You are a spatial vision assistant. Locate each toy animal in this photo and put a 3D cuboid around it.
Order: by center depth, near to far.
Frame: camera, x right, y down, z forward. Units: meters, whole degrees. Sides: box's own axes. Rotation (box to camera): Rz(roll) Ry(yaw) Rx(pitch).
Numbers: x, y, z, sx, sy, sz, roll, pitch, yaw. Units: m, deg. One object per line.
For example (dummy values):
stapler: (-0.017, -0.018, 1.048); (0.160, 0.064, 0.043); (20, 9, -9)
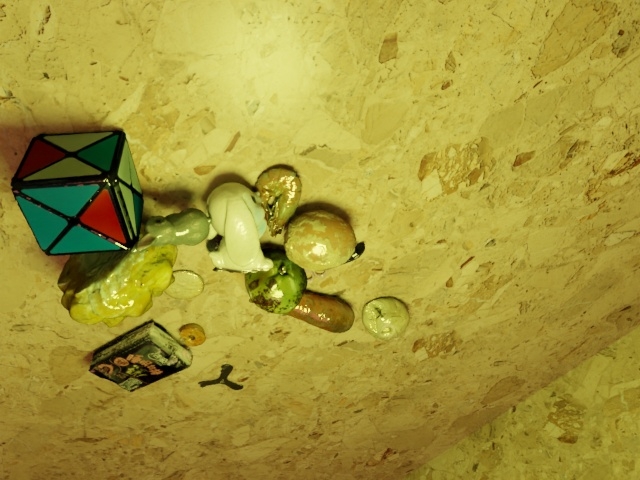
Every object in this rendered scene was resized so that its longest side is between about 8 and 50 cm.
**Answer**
toy animal: (-0.422, -0.033, 1.355); (0.138, 0.108, 0.236); (-24, 172, 33)
toy animal: (-0.270, -0.032, 1.489); (0.174, 0.249, 0.289); (-19, 100, -38)

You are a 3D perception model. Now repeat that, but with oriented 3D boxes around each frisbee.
frisbee: (-0.453, 0.622, 2.151); (0.188, 0.012, 0.210); (-9, 132, -1)

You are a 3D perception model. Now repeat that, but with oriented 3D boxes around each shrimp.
shrimp: (-0.141, -0.114, 1.530); (0.146, 0.061, 0.267); (8, 133, -6)

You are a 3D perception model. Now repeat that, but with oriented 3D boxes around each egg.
egg: (0.000, 0.000, 1.564); (0.245, 0.203, 0.203); (-1, 131, -17)

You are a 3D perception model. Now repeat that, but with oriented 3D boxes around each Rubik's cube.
Rubik's cube: (-0.630, -0.128, 1.298); (0.249, 0.250, 0.246); (-6, 132, -9)

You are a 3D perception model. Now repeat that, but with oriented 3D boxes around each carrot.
carrot: (-0.010, 0.271, 1.847); (0.302, 0.138, 0.138); (15, 126, -22)

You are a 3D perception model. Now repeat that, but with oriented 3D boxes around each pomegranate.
pomegranate: (-0.183, 0.149, 1.658); (0.277, 0.221, 0.204); (-20, 151, 31)

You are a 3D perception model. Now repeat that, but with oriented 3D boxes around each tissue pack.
tissue pack: (-0.696, 0.465, 1.895); (0.333, 0.123, 0.245); (-27, 129, 17)

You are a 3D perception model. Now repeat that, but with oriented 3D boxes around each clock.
clock: (-0.351, 0.017, 1.636); (0.074, 0.010, 0.083); (0, 131, -11)

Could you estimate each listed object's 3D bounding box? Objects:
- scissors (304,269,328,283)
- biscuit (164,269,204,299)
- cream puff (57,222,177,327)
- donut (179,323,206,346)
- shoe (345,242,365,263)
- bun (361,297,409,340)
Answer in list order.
scissors: (-0.045, 0.076, 1.740); (0.110, 0.021, 0.212); (-20, 132, 4)
biscuit: (-0.491, 0.162, 1.731); (0.152, 0.020, 0.152); (-5, 131, -6)
cream puff: (-0.592, 0.113, 1.477); (0.379, 0.378, 0.275); (-22, 131, 9)
donut: (-0.498, 0.368, 1.896); (0.097, 0.043, 0.108); (-8, 132, 0)
shoe: (0.082, 0.047, 1.715); (0.159, 0.062, 0.053); (-29, 128, 20)
bun: (0.263, 0.321, 1.946); (0.178, 0.127, 0.193); (-35, 126, 21)
